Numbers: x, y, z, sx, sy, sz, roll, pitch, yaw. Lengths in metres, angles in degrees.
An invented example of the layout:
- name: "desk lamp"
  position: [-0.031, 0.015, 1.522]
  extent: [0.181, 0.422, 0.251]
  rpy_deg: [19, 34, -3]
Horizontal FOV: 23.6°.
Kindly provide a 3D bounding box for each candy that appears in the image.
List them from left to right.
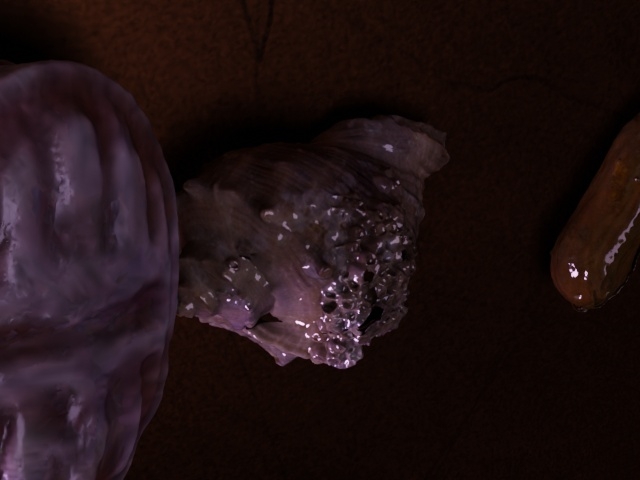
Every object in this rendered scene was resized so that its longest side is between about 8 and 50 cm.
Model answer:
- name: "candy"
  position: [-0.188, 0.033, 0.894]
  extent: [0.214, 0.157, 0.289]
  rpy_deg: [-16, 114, -50]

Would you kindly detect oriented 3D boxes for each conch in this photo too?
- name: "conch"
  position: [0.000, 0.000, 1.048]
  extent: [0.245, 0.163, 0.178]
  rpy_deg: [-37, 169, -29]

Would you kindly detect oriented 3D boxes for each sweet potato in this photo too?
- name: "sweet potato"
  position: [0.254, -0.049, 1.209]
  extent: [0.233, 0.062, 0.081]
  rpy_deg: [-57, 147, 8]
